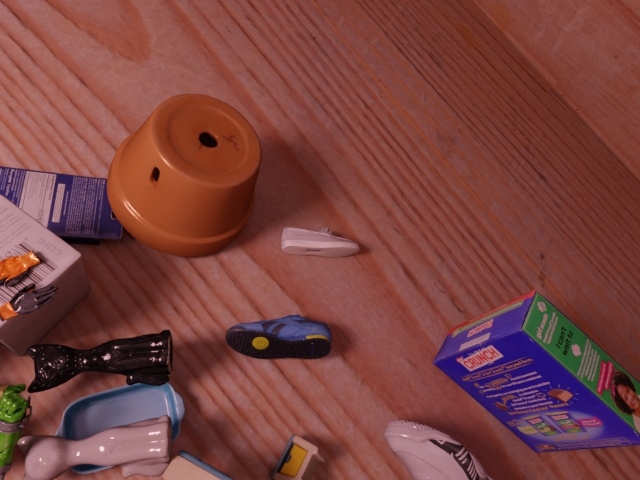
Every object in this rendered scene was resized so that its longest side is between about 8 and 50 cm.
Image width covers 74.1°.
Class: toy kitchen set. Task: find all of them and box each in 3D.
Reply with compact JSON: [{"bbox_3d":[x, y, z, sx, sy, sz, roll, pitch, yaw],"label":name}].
[{"bbox_3d":[-0.109,0.364,0.688,0.166,0.122,0.207,-57,134,-34],"label":"toy kitchen set"}]

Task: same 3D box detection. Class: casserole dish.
[{"bbox_3d":[-0.320,0.298,0.689,0.189,0.037,0.114,-8,69,-28],"label":"casserole dish"}]

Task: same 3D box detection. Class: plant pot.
[{"bbox_3d":[-0.245,-0.140,0.821,0.291,0.203,0.290,14,59,-25],"label":"plant pot"}]

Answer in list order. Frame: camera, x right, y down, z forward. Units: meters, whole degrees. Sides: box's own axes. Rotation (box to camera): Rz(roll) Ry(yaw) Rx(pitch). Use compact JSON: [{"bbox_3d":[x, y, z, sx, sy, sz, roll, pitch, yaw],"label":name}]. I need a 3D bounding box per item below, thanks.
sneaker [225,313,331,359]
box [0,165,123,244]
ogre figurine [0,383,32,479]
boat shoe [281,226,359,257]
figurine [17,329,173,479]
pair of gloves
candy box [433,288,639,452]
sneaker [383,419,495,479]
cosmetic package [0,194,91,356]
[{"bbox_3d":[-0.081,0.185,0.843,0.210,0.069,0.082,6,30,-12],"label":"sneaker"},{"bbox_3d":[-0.491,-0.062,0.793,0.226,0.036,0.136,4,64,-22],"label":"box"},{"bbox_3d":[-0.482,0.260,0.582,0.197,0.097,0.118,1,85,1],"label":"ogre figurine"},{"bbox_3d":[0.000,0.000,0.969,0.184,0.066,0.063,1,65,-13],"label":"boat shoe"},{"bbox_3d":[-0.336,0.252,0.641,0.210,0.092,0.214,-1,66,-16],"label":"figurine"},{"bbox_3d":[-0.403,0.059,0.567,0.074,0.010,0.083,-31,83,-33],"label":"pair of gloves"},{"bbox_3d":[0.452,0.289,0.894,0.317,0.268,0.122,41,53,0],"label":"candy box"},{"bbox_3d":[0.232,0.510,0.763,0.366,0.137,0.210,44,53,-2],"label":"sneaker"},{"bbox_3d":[-0.475,0.060,0.651,0.151,0.183,0.151,38,56,-4],"label":"cosmetic package"}]
